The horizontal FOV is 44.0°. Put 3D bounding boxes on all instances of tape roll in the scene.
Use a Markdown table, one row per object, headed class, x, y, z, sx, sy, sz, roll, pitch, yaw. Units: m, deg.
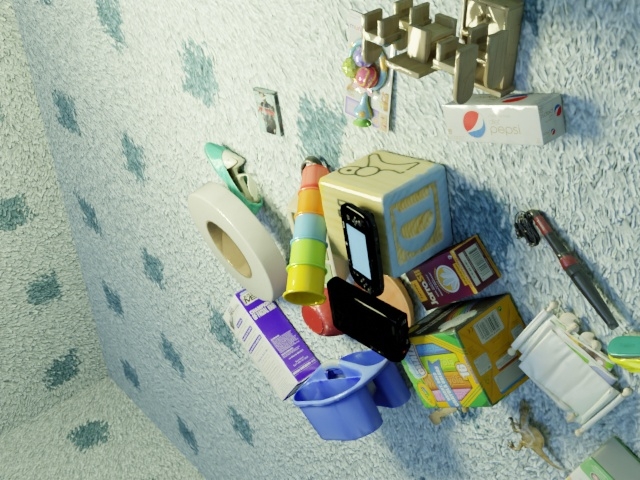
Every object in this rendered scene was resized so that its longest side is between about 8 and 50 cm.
| class | x | y | z | sx | sy | sz | roll | pitch | yaw |
| --- | --- | --- | --- | --- | --- | --- | --- | --- | --- |
| tape roll | -0.238 | 0.007 | 2.291 | 0.392 | 0.072 | 0.392 | 44 | 158 | 22 |

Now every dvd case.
| class | x | y | z | sx | sy | sz | roll | pitch | yaw |
| --- | --- | --- | --- | --- | --- | --- | --- | --- | --- |
| dvd case | -0.133 | -0.328 | 2.018 | 0.087 | 0.013 | 0.119 | 24 | 132 | 44 |

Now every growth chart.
| class | x | y | z | sx | sy | sz | roll | pitch | yaw |
| --- | --- | --- | --- | --- | --- | --- | --- | --- | --- |
| growth chart | 0.481 | 0.247 | 1.534 | 0.237 | 0.021 | 0.172 | 49 | 121 | 10 |

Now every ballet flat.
| class | x | y | z | sx | sy | sz | roll | pitch | yaw |
| --- | --- | --- | --- | --- | --- | --- | --- | --- | --- |
| ballet flat | -0.234 | -0.185 | 2.230 | 0.087 | 0.083 | 0.247 | -31 | 89 | 34 |
| ballet flat | 0.601 | 0.201 | 1.354 | 0.077 | 0.077 | 0.231 | 47 | 155 | -18 |

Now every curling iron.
| class | x | y | z | sx | sy | sz | roll | pitch | yaw |
| --- | --- | --- | --- | --- | --- | --- | --- | --- | --- |
| curling iron | 0.456 | 0.050 | 1.462 | 0.274 | 0.035 | 0.068 | 51 | 151 | 17 |

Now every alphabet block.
| class | x | y | z | sx | sy | sz | roll | pitch | yaw |
| --- | --- | --- | --- | --- | --- | --- | --- | --- | --- |
| alphabet block | 0.139 | -0.061 | 1.677 | 0.197 | 0.192 | 0.193 | 22 | 129 | 47 |

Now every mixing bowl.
| class | x | y | z | sx | sy | sz | roll | pitch | yaw |
| --- | --- | --- | --- | --- | --- | --- | --- | --- | --- |
| mixing bowl | 0.012 | 0.191 | 2.142 | 0.181 | 0.098 | 0.181 | 35 | 140 | 37 |

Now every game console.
| class | x | y | z | sx | sy | sz | roll | pitch | yaw |
| --- | --- | --- | --- | --- | --- | --- | --- | --- | --- |
| game console | 0.085 | 0.081 | 1.650 | 0.213 | 0.044 | 0.361 | 26 | 137 | 42 |

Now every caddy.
| class | x | y | z | sx | sy | sz | roll | pitch | yaw |
| --- | --- | --- | --- | --- | --- | --- | --- | --- | --- |
| caddy | 0.072 | 0.387 | 2.081 | 0.179 | 0.241 | 0.341 | 58 | 148 | -7 |

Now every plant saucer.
| class | x | y | z | sx | sy | sz | roll | pitch | yaw |
| --- | --- | --- | --- | --- | --- | --- | --- | --- | --- |
| plant saucer | 0.161 | 0.149 | 1.954 | 0.200 | 0.037 | 0.200 | 34 | 138 | 37 |

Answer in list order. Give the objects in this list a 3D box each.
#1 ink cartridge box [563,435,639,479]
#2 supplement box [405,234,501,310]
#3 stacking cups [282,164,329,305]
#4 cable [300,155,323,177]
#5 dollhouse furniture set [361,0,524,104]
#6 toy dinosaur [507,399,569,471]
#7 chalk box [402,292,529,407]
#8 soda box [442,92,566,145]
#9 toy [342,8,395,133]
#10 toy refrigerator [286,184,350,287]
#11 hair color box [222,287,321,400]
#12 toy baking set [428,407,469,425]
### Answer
| class | x | y | z | sx | sy | sz | roll | pitch | yaw |
| --- | --- | --- | --- | --- | --- | --- | --- | --- | --- |
| ink cartridge box | 0.578 | 0.517 | 1.601 | 0.154 | 0.093 | 0.212 | 46 | 144 | 24 |
| supplement box | 0.278 | 0.072 | 1.687 | 0.104 | 0.081 | 0.188 | 60 | 149 | 1 |
| stacking cups | -0.018 | -0.020 | 1.739 | 0.096 | 0.096 | 0.316 | -35 | 45 | 58 |
| cable | -0.031 | -0.105 | 1.986 | 0.139 | 0.072 | 0.287 | 48 | 145 | 7 |
| dollhouse furniture set | 0.218 | -0.302 | 1.324 | 0.212 | 0.242 | 0.161 | 34 | 139 | 37 |
| toy dinosaur | 0.463 | 0.443 | 1.744 | 0.183 | 0.053 | 0.092 | 60 | 147 | 1 |
| chalk box | 0.293 | 0.244 | 1.711 | 0.289 | 0.180 | 0.179 | -22 | 96 | 59 |
| soda box | 0.322 | -0.217 | 1.409 | 0.216 | 0.069 | 0.074 | 13 | 125 | 51 |
| toy | 0.087 | -0.344 | 1.654 | 0.137 | 0.056 | 0.237 | 32 | 138 | 36 |
| toy refrigerator | 0.000 | 0.000 | 1.936 | 0.102 | 0.094 | 0.269 | 13 | 141 | 23 |
| hair color box | -0.155 | 0.313 | 2.467 | 0.339 | 0.110 | 0.185 | 51 | 148 | 12 |
| toy baking set | 0.289 | 0.345 | 1.941 | 0.197 | 0.030 | 0.256 | 1 | 113 | 59 |
